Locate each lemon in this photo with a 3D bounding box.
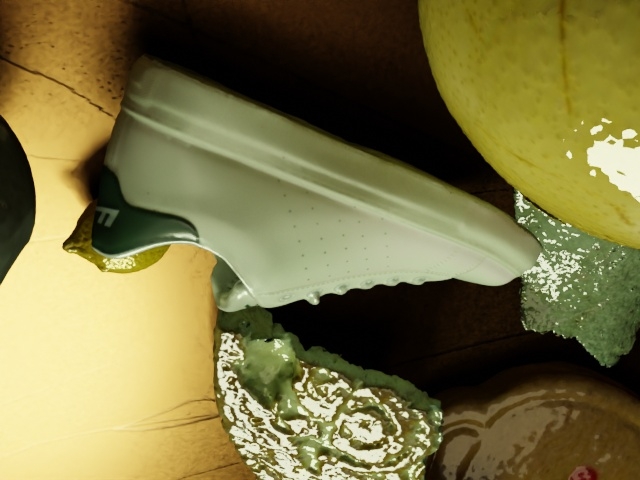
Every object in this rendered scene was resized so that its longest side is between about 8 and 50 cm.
[{"bbox_3d":[-0.153,-0.006,0.882,0.092,0.065,0.065,-15,132,-16],"label":"lemon"}]

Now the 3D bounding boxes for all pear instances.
[{"bbox_3d":[0.222,-0.157,0.687,0.348,0.348,0.348,-8,131,-10],"label":"pear"}]

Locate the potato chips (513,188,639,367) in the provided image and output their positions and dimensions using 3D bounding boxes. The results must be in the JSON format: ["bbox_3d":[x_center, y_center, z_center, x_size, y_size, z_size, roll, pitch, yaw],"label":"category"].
[{"bbox_3d":[0.246,0.026,1.033,0.228,0.059,0.167,24,129,-31],"label":"potato chips"}]

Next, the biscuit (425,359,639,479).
[{"bbox_3d":[0.209,0.304,1.195,0.358,0.074,0.381,28,104,-19],"label":"biscuit"}]

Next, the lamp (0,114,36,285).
[{"bbox_3d":[-0.319,0.023,0.779,0.182,0.182,0.314,25,119,-32],"label":"lamp"}]

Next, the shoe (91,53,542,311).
[{"bbox_3d":[0.000,0.000,0.866,0.363,0.132,0.160,21,99,-26],"label":"shoe"}]

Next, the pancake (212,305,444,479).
[{"bbox_3d":[0.027,0.177,1.045,0.197,0.054,0.377,-22,121,24],"label":"pancake"}]
